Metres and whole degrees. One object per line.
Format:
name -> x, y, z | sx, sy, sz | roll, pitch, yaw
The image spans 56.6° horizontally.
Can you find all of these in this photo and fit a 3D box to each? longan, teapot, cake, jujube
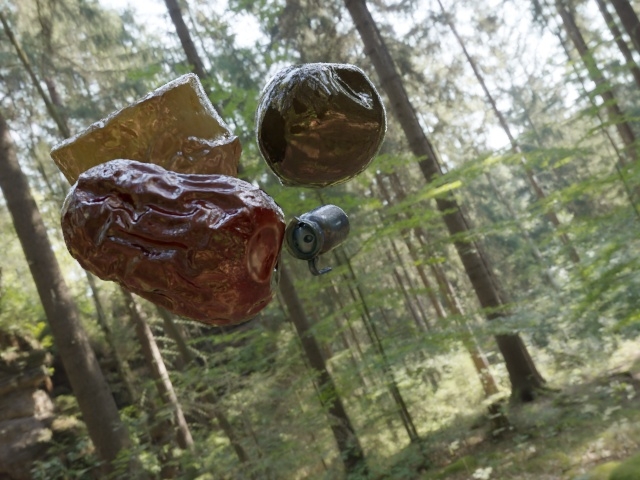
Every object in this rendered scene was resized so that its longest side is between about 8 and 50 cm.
longan -> -0.004, -0.249, 1.287 | 0.288, 0.288, 0.350 | -27, -6, 28
teapot -> -0.004, -0.002, 0.638 | 0.049, 0.063, 0.083 | 18, 22, 22
cake -> -0.294, -0.115, 1.146 | 0.332, 0.321, 0.332 | -26, 17, 8
jujube -> -0.147, -0.003, 0.619 | 0.230, 0.155, 0.155 | 19, -2, 8
